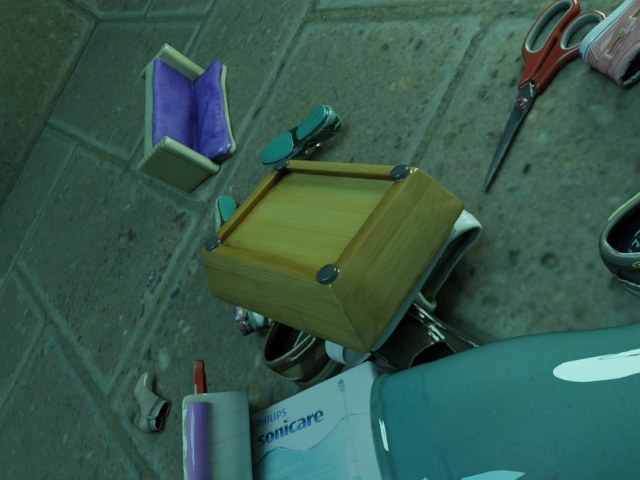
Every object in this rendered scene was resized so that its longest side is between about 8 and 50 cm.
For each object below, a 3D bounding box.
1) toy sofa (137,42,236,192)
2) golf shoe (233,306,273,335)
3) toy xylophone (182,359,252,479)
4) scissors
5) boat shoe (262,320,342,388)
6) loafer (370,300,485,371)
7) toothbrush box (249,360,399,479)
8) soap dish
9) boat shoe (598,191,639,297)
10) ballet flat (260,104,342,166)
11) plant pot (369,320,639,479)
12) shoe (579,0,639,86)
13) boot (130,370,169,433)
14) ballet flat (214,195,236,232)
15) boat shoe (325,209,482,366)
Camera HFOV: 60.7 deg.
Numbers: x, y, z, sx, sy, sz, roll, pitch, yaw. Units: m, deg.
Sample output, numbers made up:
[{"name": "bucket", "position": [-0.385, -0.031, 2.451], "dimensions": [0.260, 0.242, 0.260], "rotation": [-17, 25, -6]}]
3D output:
[{"name": "toy sofa", "position": [-0.329, -0.314, 1.320], "dimensions": [0.177, 0.150, 0.362], "rotation": [-34, 49, 28]}, {"name": "golf shoe", "position": [-0.113, 0.083, 0.982], "dimensions": [0.086, 0.067, 0.186], "rotation": [-18, 51, 3]}, {"name": "toy xylophone", "position": [-0.141, 0.310, 0.769], "dimensions": [0.322, 0.081, 0.236], "rotation": [108, 156, -62]}, {"name": "scissors", "position": [0.287, -0.210, 0.776], "dimensions": [0.297, 0.021, 0.109], "rotation": [-55, 45, 8]}, {"name": "boat shoe", "position": [0.020, 0.067, 0.812], "dimensions": [0.123, 0.116, 0.324], "rotation": [23, 86, 47]}, {"name": "loafer", "position": [0.114, 0.124, 0.656], "dimensions": [0.220, 0.078, 0.080], "rotation": [21, 103, 20]}, {"name": "toothbrush box", "position": [0.039, 0.327, 0.654], "dimensions": [0.216, 0.126, 0.295], "rotation": [-33, 50, 29]}, {"name": "soap dish", "position": [0.000, 0.000, 0.697], "dimensions": [0.291, 0.118, 0.229], "rotation": [12, 54, 44]}, {"name": "boat shoe", "position": [0.421, -0.055, 0.505], "dimensions": [0.324, 0.097, 0.116], "rotation": [-35, 49, 26]}, {"name": "ballet flat", "position": [-0.033, -0.184, 1.034], "dimensions": [0.188, 0.070, 0.070], "rotation": [-26, 53, 38]}, {"name": "plant pot", "position": [0.218, 0.199, 0.470], "dimensions": [0.255, 0.271, 0.271], "rotation": [-26, 52, 13]}, {"name": "shoe", "position": [0.409, -0.271, 0.658], "dimensions": [0.178, 0.063, 0.081], "rotation": [-46, 46, 24]}, {"name": "boot", "position": [-0.334, 0.321, 1.083], "dimensions": [0.087, 0.042, 0.118], "rotation": [-7, 65, 34]}, {"name": "ballet flat", "position": [-0.189, -0.019, 1.116], "dimensions": [0.052, 0.057, 0.168], "rotation": [119, 150, -44]}, {"name": "boat shoe", "position": [0.112, 0.068, 0.738], "dimensions": [0.277, 0.098, 0.096], "rotation": [-55, 42, 5]}]
